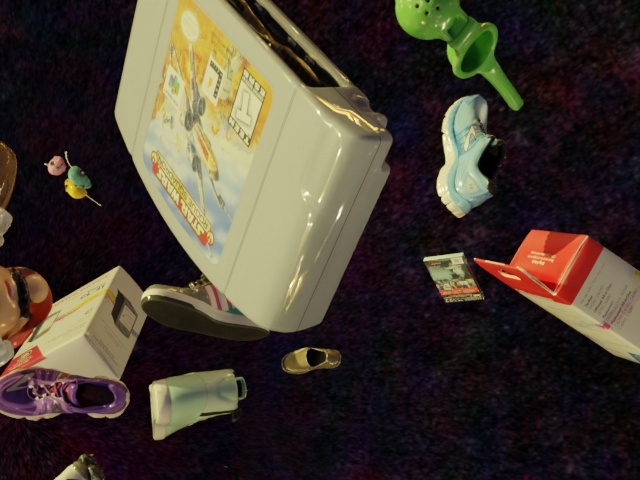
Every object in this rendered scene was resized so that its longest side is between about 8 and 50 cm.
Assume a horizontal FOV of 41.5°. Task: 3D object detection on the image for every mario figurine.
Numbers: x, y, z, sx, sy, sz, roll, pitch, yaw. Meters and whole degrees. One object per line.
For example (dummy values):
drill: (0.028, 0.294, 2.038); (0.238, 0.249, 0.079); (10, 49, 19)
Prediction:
mario figurine: (-0.401, 0.049, 1.015); (0.170, 0.320, 0.198); (19, 75, 6)

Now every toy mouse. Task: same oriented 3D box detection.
toy mouse: (-0.577, -0.150, 1.925); (0.161, 0.143, 0.031); (33, 60, 12)

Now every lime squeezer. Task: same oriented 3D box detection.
lime squeezer: (0.110, -0.194, 0.789); (0.310, 0.110, 0.058); (32, 82, -28)

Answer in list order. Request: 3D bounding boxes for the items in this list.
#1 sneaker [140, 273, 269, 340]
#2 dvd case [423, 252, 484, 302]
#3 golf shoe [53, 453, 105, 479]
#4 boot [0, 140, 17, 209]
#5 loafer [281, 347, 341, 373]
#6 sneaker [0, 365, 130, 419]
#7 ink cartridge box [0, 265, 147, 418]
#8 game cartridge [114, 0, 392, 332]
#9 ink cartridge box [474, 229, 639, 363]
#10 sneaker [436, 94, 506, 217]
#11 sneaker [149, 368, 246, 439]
sneaker: (-0.223, 0.085, 1.687); (0.296, 0.124, 0.178); (22, 55, -42)
dvd case: (0.268, 0.076, 1.689); (0.119, 0.087, 0.013); (57, 41, -30)
golf shoe: (-0.389, 0.437, 1.364); (0.094, 0.077, 0.198); (-26, 125, -33)
boot: (-0.546, -0.069, 1.253); (0.112, 0.115, 0.305); (20, 45, 1)
loafer: (-0.027, 0.264, 1.889); (0.050, 0.148, 0.056); (38, 44, -54)
sneaker: (-0.328, 0.189, 1.066); (0.170, 0.071, 0.068); (1, 74, -8)
ink cartridge box: (-0.514, 0.214, 1.806); (0.226, 0.306, 0.131); (-29, 112, 13)
game cartridge: (-0.071, -0.083, 0.636); (0.062, 0.198, 0.297); (-5, 43, -39)
ink cartridge box: (0.306, 0.057, 0.968); (0.231, 0.134, 0.078); (32, 86, -13)
sneaker: (0.179, -0.100, 0.943); (0.063, 0.073, 0.162); (37, 48, -36)
sneaker: (-0.199, 0.266, 1.371); (0.151, 0.256, 0.094); (-5, 77, -16)
